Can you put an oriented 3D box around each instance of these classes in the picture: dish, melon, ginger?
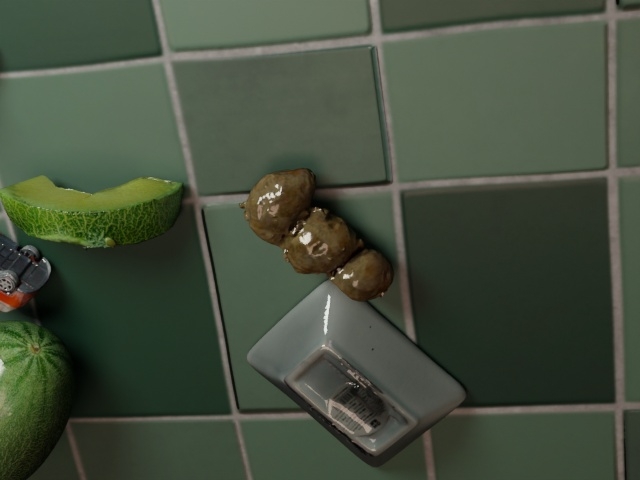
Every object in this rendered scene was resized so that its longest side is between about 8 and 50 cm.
[{"bbox_3d":[0.040,0.188,1.370,0.243,0.080,0.182,41,115,-11],"label":"dish"},{"bbox_3d":[-0.280,-0.037,1.302,0.210,0.118,0.064,8,122,12],"label":"melon"},{"bbox_3d":[-0.427,0.229,1.413,0.182,0.182,0.287,32,115,-6],"label":"melon"},{"bbox_3d":[0.000,0.000,1.285,0.204,0.080,0.104,44,109,-10],"label":"ginger"}]

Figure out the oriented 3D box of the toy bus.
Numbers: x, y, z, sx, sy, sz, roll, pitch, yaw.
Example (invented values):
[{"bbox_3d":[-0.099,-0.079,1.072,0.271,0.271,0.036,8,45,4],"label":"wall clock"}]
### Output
[{"bbox_3d":[-0.435,0.024,1.379,0.174,0.079,0.077,34,125,-8],"label":"toy bus"}]
